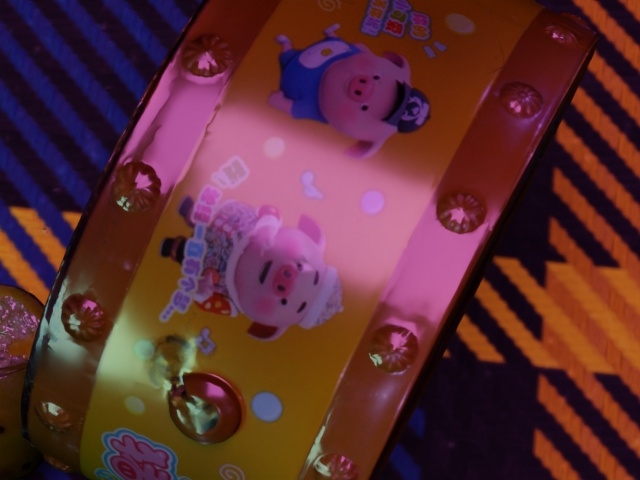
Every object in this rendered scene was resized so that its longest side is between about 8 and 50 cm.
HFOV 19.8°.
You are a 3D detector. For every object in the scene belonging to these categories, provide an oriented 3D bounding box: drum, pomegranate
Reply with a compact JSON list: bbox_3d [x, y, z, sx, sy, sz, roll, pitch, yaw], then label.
[{"bbox_3d":[0.000,0.000,1.201,0.214,0.431,0.431,27,75,7],"label":"drum"},{"bbox_3d":[-0.239,0.119,1.306,0.143,0.122,0.169,-16,35,-1],"label":"pomegranate"}]
